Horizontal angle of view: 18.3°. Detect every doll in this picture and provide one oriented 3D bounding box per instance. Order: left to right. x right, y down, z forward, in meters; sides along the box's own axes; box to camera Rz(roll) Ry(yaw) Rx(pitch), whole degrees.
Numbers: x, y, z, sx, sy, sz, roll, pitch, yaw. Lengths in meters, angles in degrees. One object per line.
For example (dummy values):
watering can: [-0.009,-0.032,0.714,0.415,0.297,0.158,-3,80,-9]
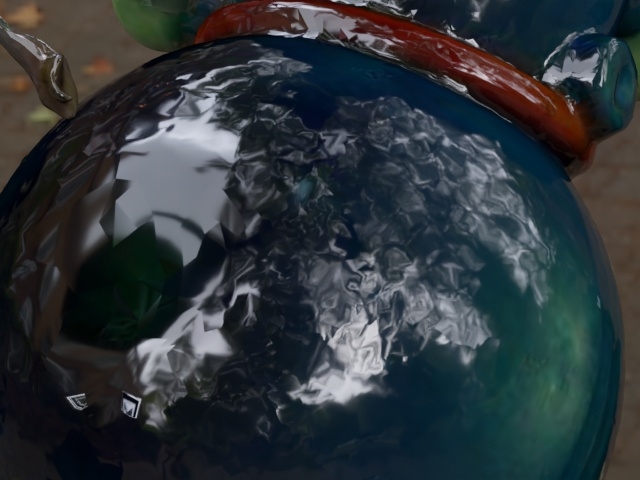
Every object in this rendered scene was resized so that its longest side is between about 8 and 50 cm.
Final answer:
doll: [0.001,0.000,0.604,0.198,0.322,0.186,8,-18,27]

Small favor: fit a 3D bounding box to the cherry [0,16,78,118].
cherry: [-0.171,-0.055,0.422,0.188,0.115,0.148,32,-6,15]
